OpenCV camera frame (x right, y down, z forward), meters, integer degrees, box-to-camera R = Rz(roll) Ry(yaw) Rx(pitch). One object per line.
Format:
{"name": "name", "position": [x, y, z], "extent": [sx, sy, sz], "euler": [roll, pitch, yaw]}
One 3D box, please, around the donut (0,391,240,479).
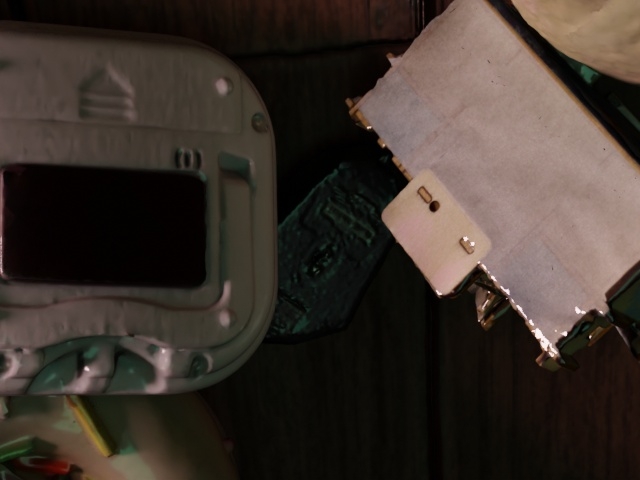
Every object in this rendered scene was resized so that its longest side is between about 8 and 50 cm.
{"name": "donut", "position": [-0.219, 0.218, 1.129], "extent": [0.383, 0.142, 0.382], "euler": [1, 87, -21]}

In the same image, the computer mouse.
{"name": "computer mouse", "position": [0.000, 0.000, 1.185], "extent": [0.099, 0.057, 0.172], "euler": [35, 95, -21]}

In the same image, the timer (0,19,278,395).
{"name": "timer", "position": [-0.147, -0.020, 1.061], "extent": [0.262, 0.087, 0.237], "euler": [2, 81, -25]}

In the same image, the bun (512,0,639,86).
{"name": "bun", "position": [0.261, -0.256, 0.997], "extent": [0.361, 0.213, 0.361], "euler": [-4, 116, -9]}

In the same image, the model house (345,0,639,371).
{"name": "model house", "position": [0.165, -0.021, 1.130], "extent": [0.178, 0.271, 0.206], "euler": [-47, 150, 14]}
